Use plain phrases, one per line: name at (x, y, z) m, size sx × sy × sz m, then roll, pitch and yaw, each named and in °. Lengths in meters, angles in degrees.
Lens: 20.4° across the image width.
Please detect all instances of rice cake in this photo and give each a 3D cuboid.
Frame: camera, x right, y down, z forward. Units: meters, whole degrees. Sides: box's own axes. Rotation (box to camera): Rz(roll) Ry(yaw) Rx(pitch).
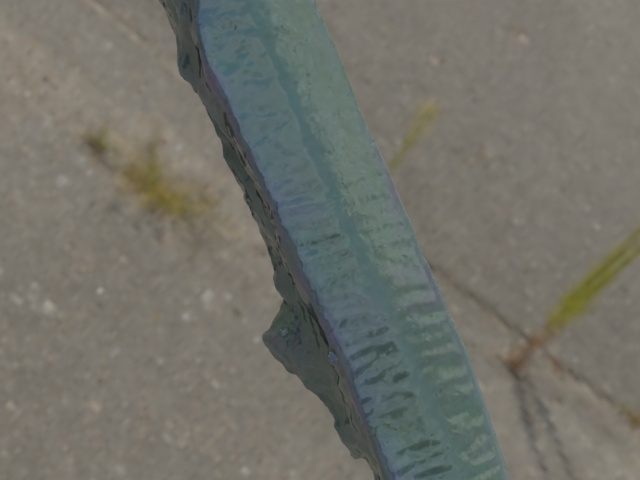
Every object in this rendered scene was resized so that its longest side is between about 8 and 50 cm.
rice cake at (0.000, 0.000, 0.417) m, size 0.180 × 0.042 × 0.030 m, roll 67°, pitch -9°, yaw -11°
